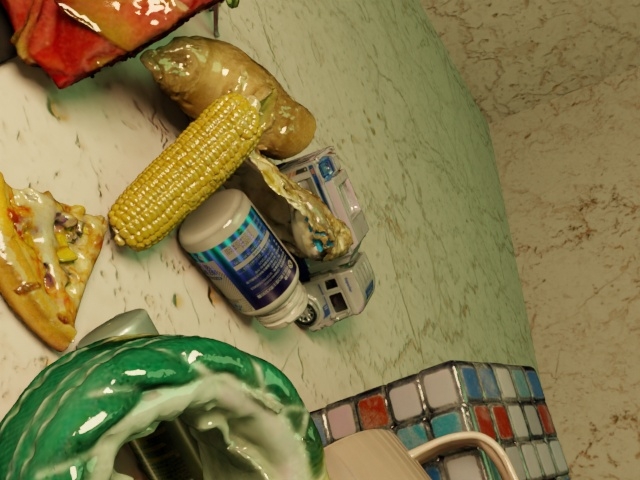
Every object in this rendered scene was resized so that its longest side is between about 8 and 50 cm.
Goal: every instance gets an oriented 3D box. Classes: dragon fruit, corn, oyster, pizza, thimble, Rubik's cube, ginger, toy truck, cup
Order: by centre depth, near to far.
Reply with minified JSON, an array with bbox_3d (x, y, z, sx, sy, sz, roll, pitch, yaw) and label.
[{"bbox_3d":[-0.128,0.220,0.577,0.254,0.167,0.288,-27,100,-39],"label":"thimble"},{"bbox_3d":[-0.260,0.014,0.694,0.176,0.036,0.185,-17,89,-65],"label":"pizza"},{"bbox_3d":[0.094,0.352,0.746,0.208,0.288,0.273,17,27,-48],"label":"cup"},{"bbox_3d":[-0.273,-0.328,0.782,0.330,0.240,0.302,45,55,-2],"label":"dragon fruit"},{"bbox_3d":[-0.153,-0.081,0.804,0.238,0.080,0.080,-49,128,-13],"label":"corn"},{"bbox_3d":[-0.139,-0.208,0.925,0.123,0.218,0.270,-60,145,-6],"label":"ginger"},{"bbox_3d":[-0.062,-0.060,0.948,0.083,0.214,0.223,-55,161,-19],"label":"oyster"},{"bbox_3d":[0.178,0.353,1.000,0.293,0.286,0.292,17,53,-50],"label":"Rubik's cube"},{"bbox_3d":[0.000,0.000,1.096,0.268,0.155,0.124,66,24,-12],"label":"toy truck"}]

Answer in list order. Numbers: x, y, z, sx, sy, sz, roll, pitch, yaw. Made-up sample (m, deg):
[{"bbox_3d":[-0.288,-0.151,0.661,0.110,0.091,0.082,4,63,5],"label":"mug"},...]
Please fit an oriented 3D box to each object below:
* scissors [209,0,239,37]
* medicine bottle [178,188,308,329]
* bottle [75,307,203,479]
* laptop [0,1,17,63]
[{"bbox_3d":[-0.159,-0.392,1.076,0.187,0.019,0.134,134,-59,-70],"label":"scissors"},{"bbox_3d":[-0.097,0.031,0.932,0.191,0.106,0.107,55,29,-31],"label":"medicine bottle"},{"bbox_3d":[-0.154,0.211,0.720,0.286,0.082,0.082,65,25,-13],"label":"bottle"},{"bbox_3d":[-0.350,-0.265,0.735,0.135,0.016,0.197,61,25,-21],"label":"laptop"}]
